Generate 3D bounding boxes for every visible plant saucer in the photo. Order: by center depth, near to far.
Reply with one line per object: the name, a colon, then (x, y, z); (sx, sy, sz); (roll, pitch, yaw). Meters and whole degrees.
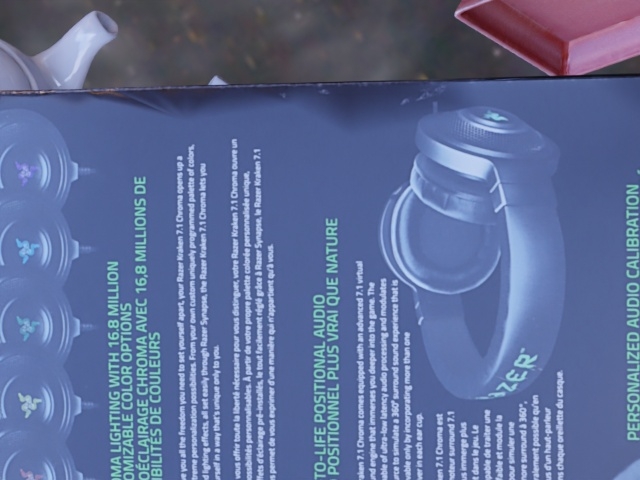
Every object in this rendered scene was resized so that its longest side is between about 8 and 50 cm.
plant saucer: (0.297, -0.250, 1.597); (0.258, 0.259, 0.048); (-18, 70, 29)

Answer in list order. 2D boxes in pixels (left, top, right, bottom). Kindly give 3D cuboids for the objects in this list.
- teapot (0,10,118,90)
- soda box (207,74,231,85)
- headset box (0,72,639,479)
teapot: (-0.329, -0.092, 1.396); (0.252, 0.256, 0.187); (15, 151, -10)
soda box: (0.000, 0.000, 1.044); (0.098, 0.091, 0.286); (38, -179, 29)
headset box: (0.031, 0.018, 0.526); (0.246, 0.283, 0.131); (-8, -82, -78)
